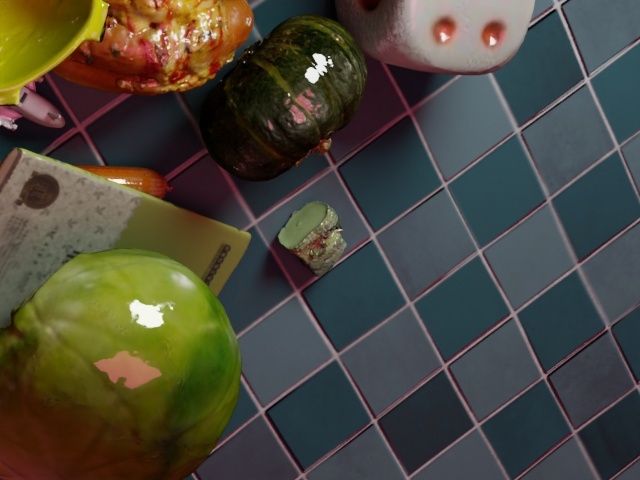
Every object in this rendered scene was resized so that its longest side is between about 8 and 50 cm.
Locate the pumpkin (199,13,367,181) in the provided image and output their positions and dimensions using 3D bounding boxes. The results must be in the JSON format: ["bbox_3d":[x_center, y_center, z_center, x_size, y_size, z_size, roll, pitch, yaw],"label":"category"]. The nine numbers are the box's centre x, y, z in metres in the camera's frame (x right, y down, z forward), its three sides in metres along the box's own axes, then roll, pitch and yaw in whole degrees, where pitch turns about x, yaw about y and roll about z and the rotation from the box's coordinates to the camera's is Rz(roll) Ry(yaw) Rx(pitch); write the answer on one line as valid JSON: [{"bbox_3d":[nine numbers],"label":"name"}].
[{"bbox_3d":[-0.041,-0.166,2.060,0.224,0.224,0.157,-41,97,-7],"label":"pumpkin"}]

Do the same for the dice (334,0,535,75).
[{"bbox_3d":[0.139,-0.312,2.106,0.192,0.194,0.193,0,109,-26],"label":"dice"}]

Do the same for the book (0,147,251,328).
[{"bbox_3d":[-0.278,0.036,2.092,0.352,0.035,0.239,21,111,-36],"label":"book"}]

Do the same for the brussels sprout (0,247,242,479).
[{"bbox_3d":[-0.251,0.153,2.002,0.344,0.268,0.344,-3,140,-3],"label":"brussels sprout"}]

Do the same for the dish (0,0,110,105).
[{"bbox_3d":[-0.367,-0.285,1.880,0.221,0.108,0.262,-40,103,-5],"label":"dish"}]

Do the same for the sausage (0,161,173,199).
[{"bbox_3d":[-0.335,-0.065,2.046,0.348,0.053,0.053,1,110,-28],"label":"sausage"}]

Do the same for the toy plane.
[{"bbox_3d":[-0.360,-0.172,1.984,0.171,0.065,0.162,31,84,-29],"label":"toy plane"}]

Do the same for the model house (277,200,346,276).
[{"bbox_3d":[0.000,0.000,2.241,0.079,0.066,0.083,-46,125,-1],"label":"model house"}]

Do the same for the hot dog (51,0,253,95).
[{"bbox_3d":[-0.187,-0.251,1.984,0.257,0.153,0.150,-13,116,-22],"label":"hot dog"}]
